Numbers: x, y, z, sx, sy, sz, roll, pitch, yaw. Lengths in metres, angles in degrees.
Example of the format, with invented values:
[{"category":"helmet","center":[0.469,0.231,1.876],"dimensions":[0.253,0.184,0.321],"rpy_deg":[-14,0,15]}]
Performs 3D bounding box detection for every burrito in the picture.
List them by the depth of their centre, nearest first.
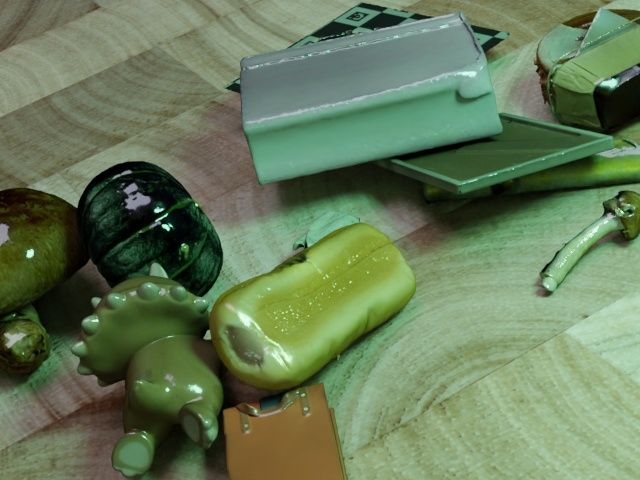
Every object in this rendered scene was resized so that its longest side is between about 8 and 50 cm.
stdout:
[{"category":"burrito","center":[0.003,0.000,1.864],"dimensions":[0.074,0.044,0.118],"rpy_deg":[9,38,39]}]

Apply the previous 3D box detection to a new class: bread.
[{"category":"bread","center":[-0.007,0.082,1.638],"dimensions":[0.305,0.142,0.091],"rpy_deg":[-29,-14,-46]},{"category":"bread","center":[0.427,-0.265,1.982],"dimensions":[0.224,0.142,0.212],"rpy_deg":[-26,35,-9]}]

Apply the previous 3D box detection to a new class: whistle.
[{"category":"whistle","center":[0.302,-0.098,1.862],"dimensions":[0.327,0.057,0.068],"rpy_deg":[-8,33,14]}]

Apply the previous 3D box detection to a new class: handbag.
[{"category":"handbag","center":[-0.039,0.247,1.489],"dimensions":[0.127,0.062,0.190],"rpy_deg":[-17,35,2]}]

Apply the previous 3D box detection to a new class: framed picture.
[{"category":"framed picture","center":[0.228,-0.127,1.874],"dimensions":[0.241,0.020,0.324],"rpy_deg":[-17,17,-18]}]

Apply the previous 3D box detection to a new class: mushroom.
[{"category":"mushroom","center":[0.346,0.006,1.695],"dimensions":[0.187,0.061,0.060],"rpy_deg":[-40,23,-14]},{"category":"mushroom","center":[-0.483,0.046,1.874],"dimensions":[0.345,0.239,0.345],"rpy_deg":[1,12,0]}]

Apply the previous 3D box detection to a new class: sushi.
[{"category":"sushi","center":[0.080,-0.273,2.233],"dimensions":[0.343,0.064,0.359],"rpy_deg":[21,45,40]}]

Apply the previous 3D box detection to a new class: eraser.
[{"category":"eraser","center":[0.066,-0.218,1.978],"dimensions":[0.359,0.122,0.272],"rpy_deg":[-12,27,3]}]

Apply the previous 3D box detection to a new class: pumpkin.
[{"category":"pumpkin","center":[-0.232,-0.007,1.819],"dimensions":[0.162,0.220,0.220],"rpy_deg":[-33,33,-1]}]

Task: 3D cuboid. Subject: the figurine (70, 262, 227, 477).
[{"category":"figurine","center":[-0.207,0.134,1.597],"dimensions":[0.177,0.173,0.247],"rpy_deg":[-25,24,24]}]
